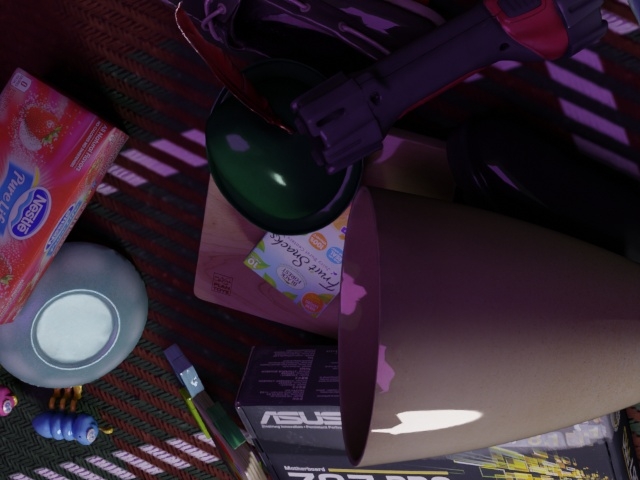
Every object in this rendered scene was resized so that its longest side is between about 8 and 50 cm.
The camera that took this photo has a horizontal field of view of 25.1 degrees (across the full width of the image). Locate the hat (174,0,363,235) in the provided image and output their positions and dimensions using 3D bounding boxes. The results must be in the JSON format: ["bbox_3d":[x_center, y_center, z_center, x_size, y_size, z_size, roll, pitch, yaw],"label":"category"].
[{"bbox_3d":[-0.080,-0.093,1.375,0.173,0.183,0.208,-43,79,23],"label":"hat"}]

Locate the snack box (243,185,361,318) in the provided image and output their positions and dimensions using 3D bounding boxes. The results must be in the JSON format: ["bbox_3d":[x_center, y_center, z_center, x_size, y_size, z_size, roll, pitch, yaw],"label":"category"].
[{"bbox_3d":[0.000,0.000,1.498,0.100,0.037,0.141,39,119,-3],"label":"snack box"}]

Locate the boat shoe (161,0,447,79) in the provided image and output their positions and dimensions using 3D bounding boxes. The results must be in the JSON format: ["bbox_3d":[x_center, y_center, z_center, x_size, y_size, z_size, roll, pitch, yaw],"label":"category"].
[{"bbox_3d":[-0.036,-0.221,1.450,0.335,0.095,0.112,17,151,8],"label":"boat shoe"}]

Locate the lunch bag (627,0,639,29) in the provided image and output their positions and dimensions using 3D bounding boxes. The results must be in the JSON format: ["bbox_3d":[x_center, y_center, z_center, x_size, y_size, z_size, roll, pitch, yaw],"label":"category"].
[{"bbox_3d":[0.359,-0.289,1.254,0.223,0.160,0.262,-16,85,17],"label":"lunch bag"}]

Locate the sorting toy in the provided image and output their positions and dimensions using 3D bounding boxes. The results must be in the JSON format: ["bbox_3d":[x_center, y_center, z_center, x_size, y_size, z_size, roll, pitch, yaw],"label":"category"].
[{"bbox_3d":[0.012,-0.030,1.554,0.257,0.089,0.255,16,120,10],"label":"sorting toy"}]

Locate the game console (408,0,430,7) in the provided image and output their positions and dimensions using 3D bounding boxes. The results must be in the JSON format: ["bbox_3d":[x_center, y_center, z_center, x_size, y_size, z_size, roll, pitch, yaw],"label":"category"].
[{"bbox_3d":[0.054,-0.299,1.448,0.144,0.085,0.124,17,151,10],"label":"game console"}]

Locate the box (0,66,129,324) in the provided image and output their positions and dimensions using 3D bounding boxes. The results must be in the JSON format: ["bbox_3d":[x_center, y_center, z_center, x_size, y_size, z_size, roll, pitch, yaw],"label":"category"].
[{"bbox_3d":[-0.334,-0.046,1.575,0.128,0.122,0.256,32,89,-1],"label":"box"}]

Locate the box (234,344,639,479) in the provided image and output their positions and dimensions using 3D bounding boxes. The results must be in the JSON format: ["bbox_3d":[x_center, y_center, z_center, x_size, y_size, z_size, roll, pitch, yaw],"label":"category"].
[{"bbox_3d":[0.142,0.240,1.572,0.395,0.097,0.318,-2,135,20],"label":"box"}]

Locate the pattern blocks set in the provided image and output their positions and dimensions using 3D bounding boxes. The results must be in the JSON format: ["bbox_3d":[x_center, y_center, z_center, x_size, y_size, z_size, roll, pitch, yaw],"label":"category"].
[{"bbox_3d":[-0.085,0.268,1.667,0.285,0.026,0.325,49,166,34],"label":"pattern blocks set"}]

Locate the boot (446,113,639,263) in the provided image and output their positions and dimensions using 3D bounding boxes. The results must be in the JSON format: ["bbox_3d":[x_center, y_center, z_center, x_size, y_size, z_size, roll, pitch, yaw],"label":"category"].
[{"bbox_3d":[0.398,-0.080,1.368,0.445,0.146,0.367,-33,113,33],"label":"boot"}]

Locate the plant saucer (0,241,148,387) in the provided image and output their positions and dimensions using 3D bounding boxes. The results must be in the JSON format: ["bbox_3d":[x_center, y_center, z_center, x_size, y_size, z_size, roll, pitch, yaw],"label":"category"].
[{"bbox_3d":[-0.291,0.097,1.682,0.195,0.037,0.195,-11,119,-20],"label":"plant saucer"}]

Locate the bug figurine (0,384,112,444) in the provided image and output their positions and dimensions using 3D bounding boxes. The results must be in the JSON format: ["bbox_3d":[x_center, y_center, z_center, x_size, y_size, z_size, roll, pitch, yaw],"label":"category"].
[{"bbox_3d":[-0.374,0.146,1.779,0.216,0.072,0.279,2,117,17],"label":"bug figurine"}]

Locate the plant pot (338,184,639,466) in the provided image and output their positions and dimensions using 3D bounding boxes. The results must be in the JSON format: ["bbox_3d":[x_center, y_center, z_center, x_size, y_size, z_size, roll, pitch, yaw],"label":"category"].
[{"bbox_3d":[0.167,0.081,1.324,0.274,0.256,0.256,2,118,-6],"label":"plant pot"}]

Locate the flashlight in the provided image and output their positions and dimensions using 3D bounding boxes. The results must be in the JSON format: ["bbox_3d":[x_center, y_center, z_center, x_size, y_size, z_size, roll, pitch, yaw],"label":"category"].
[{"bbox_3d":[0.120,-0.164,1.359,0.304,0.103,0.103,-31,110,-6],"label":"flashlight"}]
